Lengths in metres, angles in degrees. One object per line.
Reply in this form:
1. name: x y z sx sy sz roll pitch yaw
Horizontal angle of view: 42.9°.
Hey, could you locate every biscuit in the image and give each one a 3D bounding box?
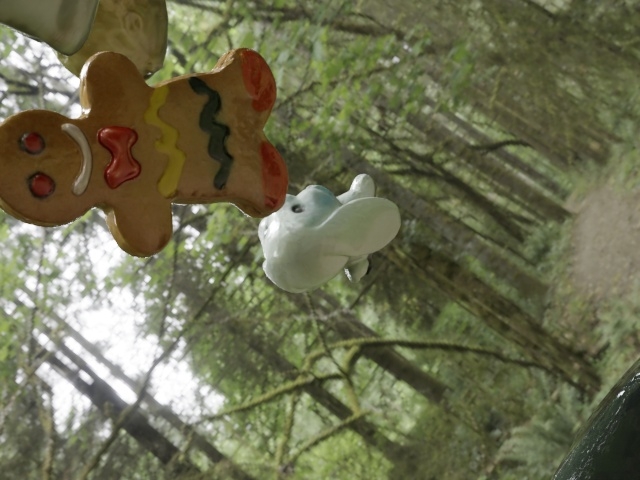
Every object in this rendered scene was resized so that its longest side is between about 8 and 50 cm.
1. biscuit: -0.137 -0.070 0.647 0.250 0.165 0.036 -12 3 -30

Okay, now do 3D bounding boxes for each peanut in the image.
1. peanut: -0.234 -0.244 0.904 0.140 0.109 0.159 -52 -33 -43

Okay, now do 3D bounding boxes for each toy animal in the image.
1. toy animal: -0.003 0.006 1.432 0.289 0.174 0.249 -23 -15 -42

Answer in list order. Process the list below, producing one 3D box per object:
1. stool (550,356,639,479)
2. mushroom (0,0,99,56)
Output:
1. stool: 0.279 0.176 0.546 0.141 0.232 0.232 -14 -41 -60
2. mushroom: -0.106 -0.197 0.379 0.243 0.243 0.243 -50 -13 -16
